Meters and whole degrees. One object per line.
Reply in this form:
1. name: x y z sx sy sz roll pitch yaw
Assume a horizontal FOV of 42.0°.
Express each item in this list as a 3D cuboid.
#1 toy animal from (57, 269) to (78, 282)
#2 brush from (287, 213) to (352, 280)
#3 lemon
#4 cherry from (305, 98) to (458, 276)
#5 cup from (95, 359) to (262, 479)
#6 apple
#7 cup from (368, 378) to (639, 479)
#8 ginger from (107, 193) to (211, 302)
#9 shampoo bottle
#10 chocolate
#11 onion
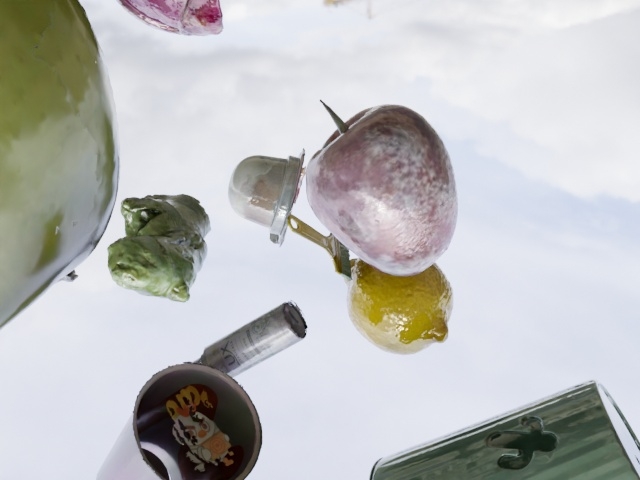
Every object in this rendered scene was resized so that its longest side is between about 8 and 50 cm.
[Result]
1. toy animal: -0.534 0.024 1.145 0.357 0.194 0.258 -15 175 -8
2. brush: 0.000 0.000 1.339 0.011 0.083 0.205 -15 155 25
3. lemon: 0.133 0.099 1.443 0.186 0.187 0.244 -17 -143 -37
4. cherry: 0.087 -0.087 1.184 0.212 0.286 0.236 -32 -176 27
5. cup: -0.238 0.332 1.272 0.202 0.288 0.203 18 -130 -23
6. apple: -0.398 -0.107 0.740 0.473 0.474 0.474 4 -154 -2
7. cup: 0.315 0.445 1.235 0.392 0.401 0.310 -30 168 18
8. ginger: -0.220 0.003 1.141 0.089 0.137 0.290 -33 -155 13
9. shampoo bottle: -0.122 0.170 1.292 0.214 0.072 0.072 -31 -162 19
10. chocolate: -0.117 -0.100 1.720 0.147 0.221 0.221 13 -154 1
11. onion: -0.218 -0.346 1.007 0.111 0.250 0.247 -26 -138 -16
